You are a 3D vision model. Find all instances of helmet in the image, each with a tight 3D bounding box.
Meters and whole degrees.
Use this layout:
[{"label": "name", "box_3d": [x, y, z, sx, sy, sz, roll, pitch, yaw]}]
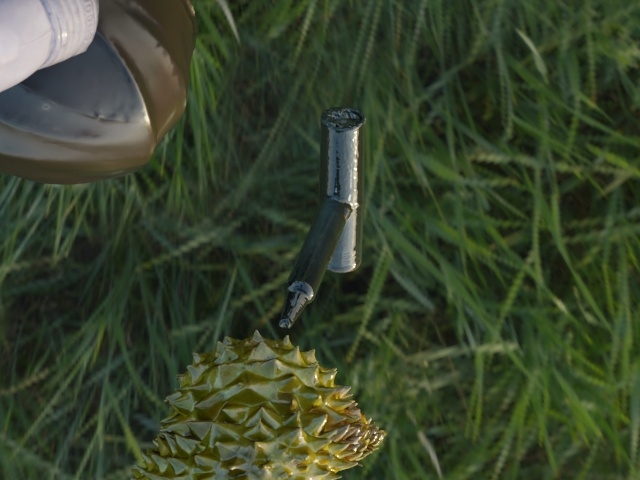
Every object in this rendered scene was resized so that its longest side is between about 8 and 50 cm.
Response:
[{"label": "helmet", "box_3d": [-0.260, -0.146, 1.386, 0.305, 0.177, 0.225, -1, 154, -11]}]

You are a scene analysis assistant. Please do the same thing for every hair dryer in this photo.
[{"label": "hair dryer", "box_3d": [-0.002, -0.009, 1.434, 0.050, 0.195, 0.173, 9, 125, 15]}]

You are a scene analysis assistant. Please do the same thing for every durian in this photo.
[{"label": "durian", "box_3d": [-0.058, 0.165, 1.244, 0.182, 0.165, 0.132, 15, 148, 24]}]

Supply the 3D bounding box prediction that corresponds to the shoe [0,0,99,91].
[{"label": "shoe", "box_3d": [-0.270, -0.136, 0.930, 0.245, 0.137, 0.095, 10, 117, 19]}]
